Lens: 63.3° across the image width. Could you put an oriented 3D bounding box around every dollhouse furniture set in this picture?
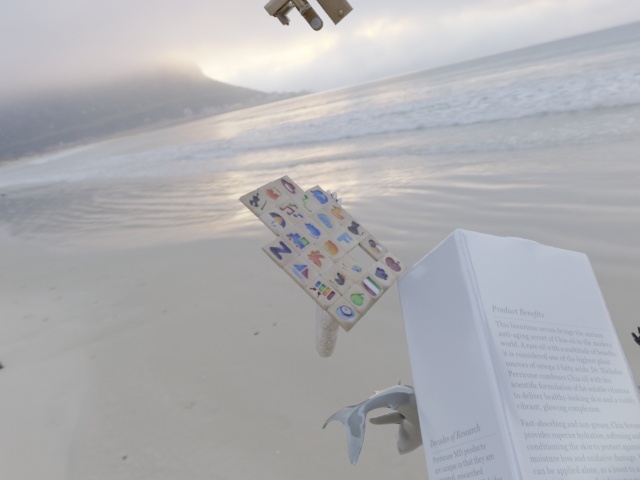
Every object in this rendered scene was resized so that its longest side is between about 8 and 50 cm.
[{"bbox_3d":[-0.023,-0.534,1.195,0.144,0.123,0.151,-36,13,20],"label":"dollhouse furniture set"}]

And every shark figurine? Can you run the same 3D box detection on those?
[{"bbox_3d":[0.138,0.272,0.782,0.166,0.278,0.116,-50,50,3],"label":"shark figurine"}]

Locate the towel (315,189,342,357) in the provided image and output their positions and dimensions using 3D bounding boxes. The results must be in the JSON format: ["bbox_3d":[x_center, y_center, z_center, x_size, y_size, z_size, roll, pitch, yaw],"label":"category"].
[{"bbox_3d":[0.019,0.061,0.988,0.049,0.187,0.282,2,55,-2],"label":"towel"}]

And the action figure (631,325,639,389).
[{"bbox_3d":[0.540,0.215,0.732,0.164,0.140,0.276,-44,25,30],"label":"action figure"}]

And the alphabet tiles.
[{"bbox_3d":[0.000,0.000,0.752,0.198,0.237,0.009,-36,-14,-51],"label":"alphabet tiles"}]

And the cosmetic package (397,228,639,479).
[{"bbox_3d":[0.256,0.229,0.631,0.229,0.454,0.161,10,-33,-22],"label":"cosmetic package"}]
